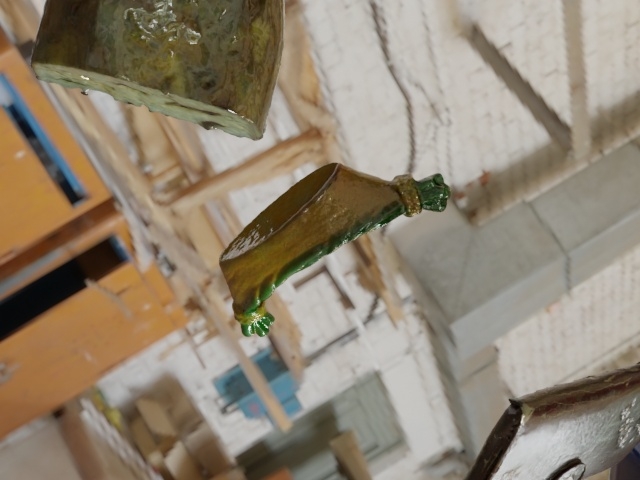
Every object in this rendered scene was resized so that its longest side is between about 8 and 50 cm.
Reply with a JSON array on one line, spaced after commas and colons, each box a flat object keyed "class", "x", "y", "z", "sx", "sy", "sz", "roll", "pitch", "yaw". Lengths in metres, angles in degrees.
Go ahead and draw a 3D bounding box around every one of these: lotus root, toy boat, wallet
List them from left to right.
[{"class": "lotus root", "x": -0.154, "y": -0.274, "z": 1.308, "sx": 0.267, "sy": 0.260, "sz": 0.149, "roll": 16, "pitch": -7, "yaw": -4}, {"class": "toy boat", "x": 0.000, "y": 0.000, "z": 1.011, "sx": 0.088, "sy": 0.229, "sz": 0.089, "roll": 44, "pitch": 24, "yaw": -20}, {"class": "wallet", "x": 0.185, "y": 0.145, "z": 0.876, "sx": 0.031, "sy": 0.232, "sz": 0.122, "roll": 43, "pitch": -58, "yaw": 31}]

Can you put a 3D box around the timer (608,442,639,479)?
[{"class": "timer", "x": 0.386, "y": 0.113, "z": 1.093, "sx": 0.270, "sy": 0.270, "sz": 0.383, "roll": -131, "pitch": -153, "yaw": -62}]
